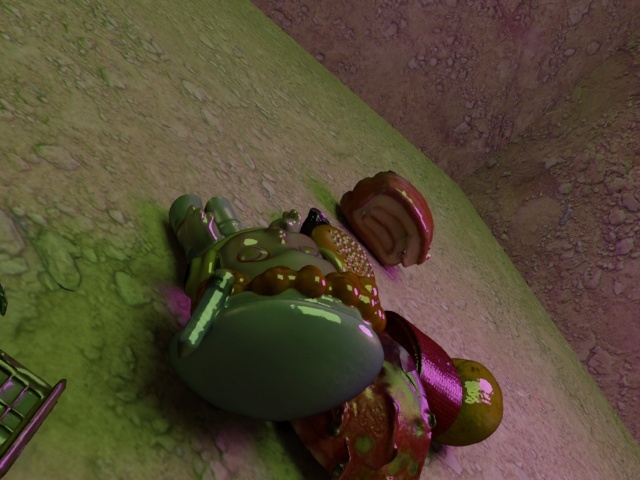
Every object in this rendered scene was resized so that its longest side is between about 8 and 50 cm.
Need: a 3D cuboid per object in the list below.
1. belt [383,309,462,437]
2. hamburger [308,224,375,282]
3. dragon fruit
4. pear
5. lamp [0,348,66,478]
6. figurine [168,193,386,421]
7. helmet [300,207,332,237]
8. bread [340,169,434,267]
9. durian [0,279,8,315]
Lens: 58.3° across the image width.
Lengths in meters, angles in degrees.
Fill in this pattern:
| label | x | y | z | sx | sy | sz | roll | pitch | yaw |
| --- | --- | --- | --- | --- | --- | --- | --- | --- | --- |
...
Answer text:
| label | x | y | z | sx | sy | sz | roll | pitch | yaw |
| --- | --- | --- | --- | --- | --- | --- | --- | --- | --- |
| belt | 0.119 | 0.194 | 0.874 | 0.124 | 0.128 | 0.201 | 39 | 12 | -26 |
| hamburger | 0.016 | 0.051 | 0.958 | 0.162 | 0.115 | 0.162 | 40 | 24 | -22 |
| dragon fruit | 0.034 | 0.185 | 0.711 | 0.161 | 0.126 | 0.274 | 21 | 23 | -30 |
| pear | 0.223 | 0.264 | 0.945 | 0.162 | 0.149 | 0.148 | 31 | 26 | -54 |
| lamp | -0.324 | 0.041 | 0.344 | 0.325 | 0.089 | 0.090 | 42 | 22 | -13 |
| figurine | -0.071 | 0.062 | 0.688 | 0.225 | 0.205 | 0.382 | 11 | 21 | -21 |
| helmet | 0.000 | 0.000 | 1.084 | 0.098 | 0.070 | 0.123 | 39 | 9 | -42 |
| bread | 0.174 | -0.043 | 1.361 | 0.244 | 0.190 | 0.123 | 48 | 33 | -9 |
| durian | -0.356 | -0.102 | 0.507 | 0.375 | 0.132 | 0.107 | 48 | 44 | 11 |
